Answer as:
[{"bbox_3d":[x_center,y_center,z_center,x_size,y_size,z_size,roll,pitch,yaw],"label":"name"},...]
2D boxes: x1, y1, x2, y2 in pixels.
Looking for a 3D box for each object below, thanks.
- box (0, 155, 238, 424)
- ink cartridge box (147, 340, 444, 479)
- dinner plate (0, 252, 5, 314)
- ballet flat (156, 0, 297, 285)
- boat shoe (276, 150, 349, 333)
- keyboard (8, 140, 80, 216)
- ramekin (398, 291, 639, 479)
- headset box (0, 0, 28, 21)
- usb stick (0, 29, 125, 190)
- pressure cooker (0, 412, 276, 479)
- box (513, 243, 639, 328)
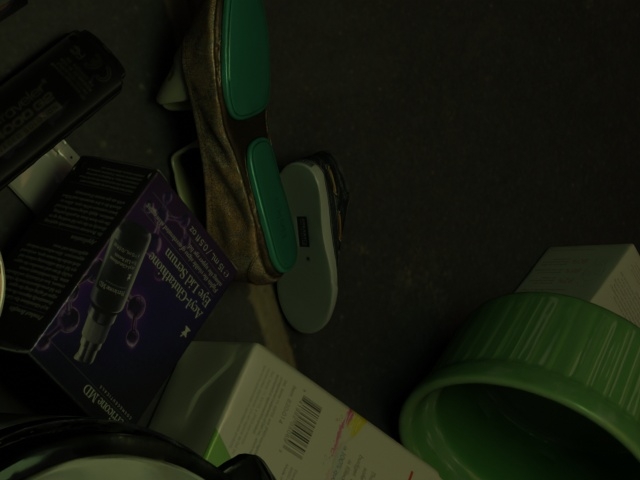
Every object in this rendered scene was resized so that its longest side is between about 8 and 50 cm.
[{"bbox_3d":[-0.195,0.052,1.429,0.207,0.108,0.153,-58,136,-22],"label":"box"},{"bbox_3d":[-0.016,0.272,1.593,0.353,0.119,0.207,39,63,-32],"label":"ink cartridge box"},{"bbox_3d":[-0.316,0.034,1.306,0.141,0.017,0.141,7,80,-49],"label":"dinner plate"},{"bbox_3d":[-0.101,-0.109,1.547,0.107,0.106,0.316,-19,104,-64],"label":"ballet flat"},{"bbox_3d":[0.000,0.000,1.660,0.083,0.065,0.183,-32,124,-61],"label":"boat shoe"},{"bbox_3d":[-0.198,0.003,1.523,0.256,0.014,0.072,50,63,-27],"label":"keyboard"},{"bbox_3d":[0.249,0.195,1.720,0.303,0.303,0.148,52,50,-26],"label":"ramekin"},{"bbox_3d":[-0.324,-0.296,1.295,0.218,0.110,0.293,-38,131,-22],"label":"headset box"},{"bbox_3d":[-0.285,-0.092,1.425,0.077,0.045,0.278,47,57,-3],"label":"usb stick"},{"bbox_3d":[-0.219,0.301,1.114,0.375,0.420,0.370,22,72,-37],"label":"pressure cooker"},{"bbox_3d":[0.292,0.092,1.865,0.170,0.130,0.091,-48,118,-31],"label":"box"}]
